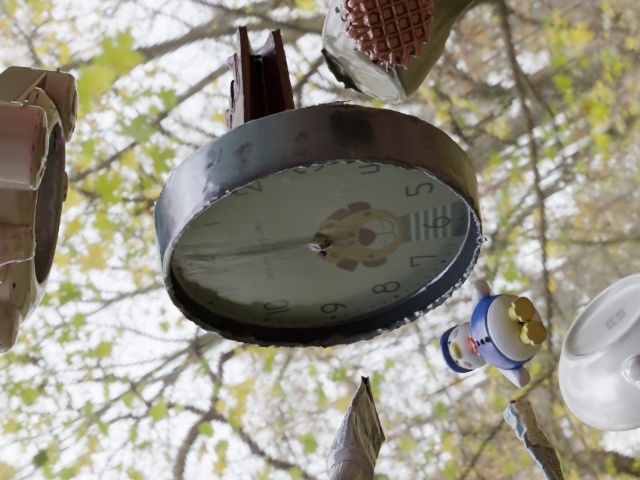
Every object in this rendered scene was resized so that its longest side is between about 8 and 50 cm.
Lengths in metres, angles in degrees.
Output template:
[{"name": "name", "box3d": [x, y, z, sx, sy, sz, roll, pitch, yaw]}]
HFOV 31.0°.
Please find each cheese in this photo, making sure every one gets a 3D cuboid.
[{"name": "cheese", "box3d": [0.092, -0.242, 1.173, 0.091, 0.202, 0.175, 36, 173, 25]}]

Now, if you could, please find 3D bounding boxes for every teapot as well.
[{"name": "teapot", "box3d": [0.359, 0.132, 1.262, 0.139, 0.204, 0.298, 46, -159, -11]}]

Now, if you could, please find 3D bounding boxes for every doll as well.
[{"name": "doll", "box3d": [0.147, 0.084, 1.001, 0.057, 0.143, 0.099, -20, -97, -28]}]

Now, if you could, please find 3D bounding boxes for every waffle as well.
[{"name": "waffle", "box3d": [0.055, -0.180, 0.929, 0.075, 0.083, 0.029, 17, -179, -18]}]

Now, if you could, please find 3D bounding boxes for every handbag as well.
[{"name": "handbag", "box3d": [-0.081, -0.105, 1.531, 0.260, 0.084, 0.276, 103, 163, -57]}]

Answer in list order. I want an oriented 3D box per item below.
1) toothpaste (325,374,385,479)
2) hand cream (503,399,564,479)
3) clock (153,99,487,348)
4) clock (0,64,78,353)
[{"name": "toothpaste", "box3d": [0.051, 0.284, 1.595, 0.068, 0.099, 0.282, 15, -162, 6]}, {"name": "hand cream", "box3d": [0.370, 0.373, 1.936, 0.075, 0.052, 0.248, 36, -154, -48]}, {"name": "clock", "box3d": [0.001, -0.001, 1.068, 0.312, 0.312, 0.061, 34, -144, -44]}, {"name": "clock", "box3d": [-0.371, -0.042, 1.384, 0.284, 0.114, 0.309, -101, 18, -70]}]
